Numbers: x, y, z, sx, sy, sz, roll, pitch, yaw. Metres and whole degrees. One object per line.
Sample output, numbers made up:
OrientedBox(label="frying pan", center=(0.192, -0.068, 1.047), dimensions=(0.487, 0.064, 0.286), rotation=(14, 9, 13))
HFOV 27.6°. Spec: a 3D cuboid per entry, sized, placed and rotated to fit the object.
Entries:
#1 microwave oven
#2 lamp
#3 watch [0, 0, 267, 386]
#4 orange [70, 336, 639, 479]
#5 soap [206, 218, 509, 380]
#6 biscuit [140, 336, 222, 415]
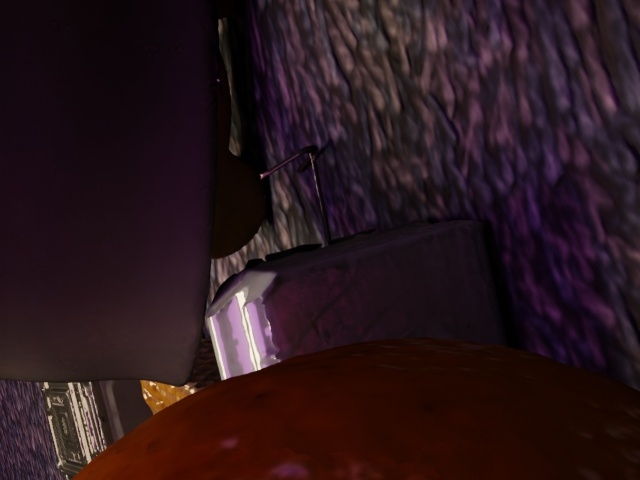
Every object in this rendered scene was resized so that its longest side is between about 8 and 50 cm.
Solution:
OrientedBox(label="microwave oven", center=(-0.186, 0.162, 1.252), dimensions=(0.208, 0.122, 0.162), rotation=(-12, 91, 66))
OrientedBox(label="lamp", center=(0.001, 0.001, 0.870), dimensions=(0.054, 0.041, 0.121), rotation=(-28, 80, 57))
OrientedBox(label="watch", center=(-0.162, -0.083, 0.815), dimensions=(0.327, 0.314, 0.335), rotation=(-131, 44, -70))
OrientedBox(label="orange", center=(0.055, 0.241, 0.451), dimensions=(0.326, 0.424, 0.424), rotation=(-8, 97, 30))
OrientedBox(label="soap", center=(0.038, 0.127, 0.709), dimensions=(0.094, 0.150, 0.261), rotation=(175, 81, -69))
OrientedBox(label="biscuit", center=(-0.033, 0.131, 0.936), dimensions=(0.378, 0.094, 0.054), rotation=(16, 117, 64))
